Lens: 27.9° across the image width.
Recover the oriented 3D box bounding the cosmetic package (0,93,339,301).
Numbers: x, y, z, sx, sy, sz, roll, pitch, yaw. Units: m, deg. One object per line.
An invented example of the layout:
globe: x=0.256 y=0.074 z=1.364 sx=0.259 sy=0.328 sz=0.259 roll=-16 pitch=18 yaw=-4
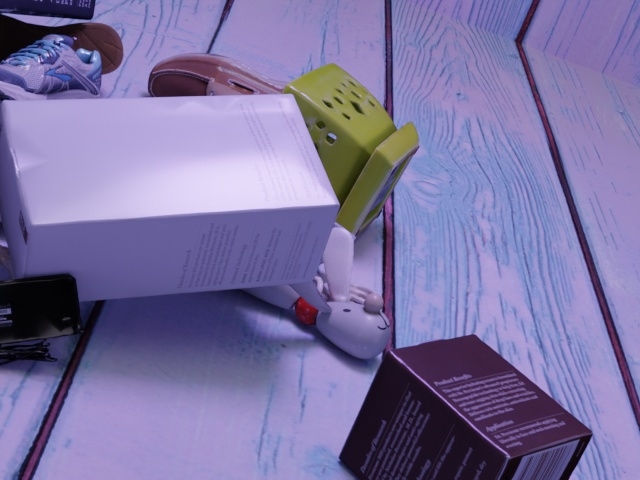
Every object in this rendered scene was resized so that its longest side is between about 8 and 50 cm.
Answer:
cosmetic package: x=-0.196 y=-0.057 z=1.599 sx=0.385 sy=0.156 sz=0.217 roll=-4 pitch=49 yaw=-20

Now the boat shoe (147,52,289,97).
boat shoe: x=-0.154 y=-0.241 z=2.275 sx=0.324 sy=0.123 sz=0.116 roll=13 pitch=37 yaw=5

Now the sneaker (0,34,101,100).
sneaker: x=-0.449 y=-0.271 z=2.032 sx=0.110 sy=0.122 sz=0.283 roll=17 pitch=8 yaw=25

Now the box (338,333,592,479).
box: x=0.166 y=0.239 z=1.496 sx=0.168 sy=0.167 sz=0.203 roll=-5 pitch=36 yaw=-44

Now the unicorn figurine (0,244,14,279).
unicorn figurine: x=-0.355 y=0.046 z=1.588 sx=0.111 sy=0.060 sz=0.162 roll=9 pitch=29 yaw=-16

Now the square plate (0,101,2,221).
square plate: x=-0.519 y=-0.124 z=1.818 sx=0.347 sy=0.049 sz=0.344 roll=14 pitch=25 yaw=-17

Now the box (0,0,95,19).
box: x=-0.652 y=-0.519 z=1.993 sx=0.480 sy=0.297 sz=0.472 roll=10 pitch=8 yaw=17

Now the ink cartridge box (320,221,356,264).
ink cartridge box: x=0.000 y=0.000 z=1.913 sx=0.063 sy=0.115 sz=0.029 roll=36 pitch=67 yaw=-11

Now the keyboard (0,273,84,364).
keyboard: x=-0.368 y=0.097 z=1.464 sx=0.192 sy=0.100 sz=0.038 roll=-6 pitch=-11 yaw=-20

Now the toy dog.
toy dog: x=-0.041 y=0.017 z=1.786 sx=0.334 sy=0.161 sz=0.220 roll=21 pitch=25 yaw=-2

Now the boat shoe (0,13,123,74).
boat shoe: x=-0.503 y=-0.307 z=2.156 sx=0.341 sy=0.121 sz=0.110 roll=-3 pitch=-1 yaw=-36

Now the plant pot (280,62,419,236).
plant pot: x=0.018 y=-0.127 z=2.071 sx=0.207 sy=0.227 sz=0.228 roll=33 pitch=25 yaw=7
